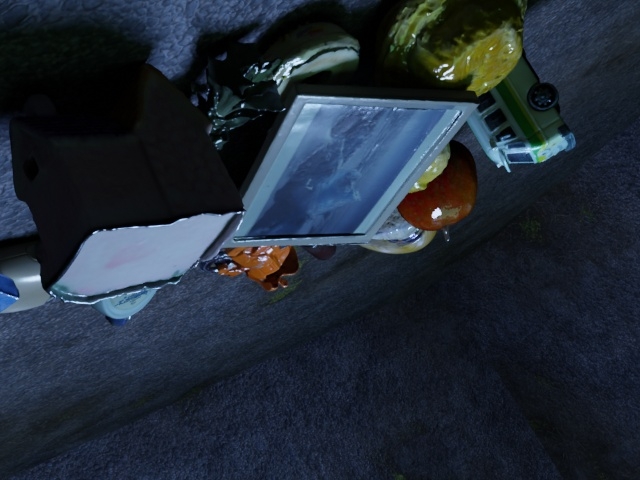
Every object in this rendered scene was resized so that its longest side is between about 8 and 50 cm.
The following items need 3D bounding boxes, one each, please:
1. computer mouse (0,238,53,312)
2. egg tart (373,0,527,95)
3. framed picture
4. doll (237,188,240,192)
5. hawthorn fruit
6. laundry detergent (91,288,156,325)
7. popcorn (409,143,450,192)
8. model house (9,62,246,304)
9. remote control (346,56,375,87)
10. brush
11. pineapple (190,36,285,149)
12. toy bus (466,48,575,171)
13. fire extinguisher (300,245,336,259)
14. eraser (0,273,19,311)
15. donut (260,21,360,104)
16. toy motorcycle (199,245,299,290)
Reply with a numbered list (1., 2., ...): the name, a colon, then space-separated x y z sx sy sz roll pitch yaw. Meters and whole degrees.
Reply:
1. computer mouse: -0.481 0.059 1.355 0.236 0.082 0.145 -12 156 -49
2. egg tart: 0.230 -0.315 1.328 0.319 0.128 0.319 -27 152 -16
3. framed picture: 0.028 -0.110 1.406 0.326 0.028 0.446 -3 150 -25
4. doll: -0.090 -0.112 1.568 0.228 0.075 0.102 -24 -178 16
5. hawthorn fruit: 0.276 -0.120 1.942 0.215 0.249 0.215 -17 179 0
6. laundry detergent: -0.319 0.038 1.401 0.215 0.105 0.280 -40 158 -42
7. popcorn: 0.155 -0.183 1.598 0.191 0.190 0.253 -35 163 -9
8. model house: -0.267 -0.072 1.039 0.237 0.237 0.202 -12 159 -41
9. remote control: 0.072 -0.276 1.397 0.244 0.047 0.087 -22 160 -28
10. brush: 0.169 -0.052 2.159 0.267 0.174 0.166 -18 158 28
11. pineapple: -0.158 -0.158 1.170 0.277 0.130 0.119 -44 -163 42
12. toy bus: 0.344 -0.264 1.525 0.165 0.276 0.134 -30 166 14
13. fire extinguisher: 0.000 0.000 2.158 0.089 0.072 0.268 -67 166 -5
14. eraser: -0.580 0.065 1.132 0.144 0.042 0.312 -32 153 12
15. donut: -0.023 -0.260 1.217 0.175 0.068 0.174 -26 166 -7
16. toy motorcycle: -0.089 -0.001 1.718 0.221 0.147 0.326 7 147 -46
